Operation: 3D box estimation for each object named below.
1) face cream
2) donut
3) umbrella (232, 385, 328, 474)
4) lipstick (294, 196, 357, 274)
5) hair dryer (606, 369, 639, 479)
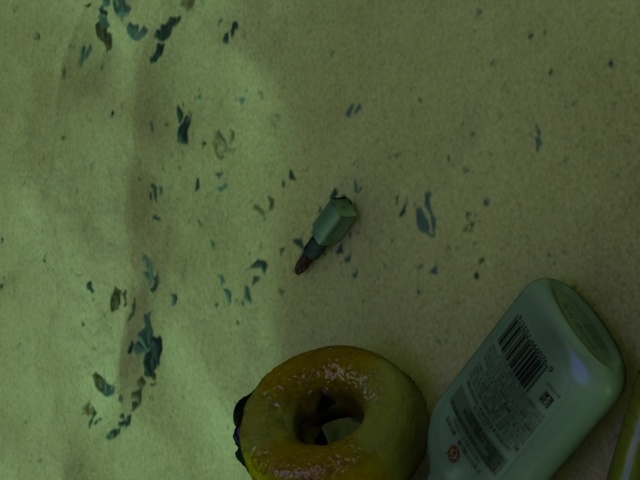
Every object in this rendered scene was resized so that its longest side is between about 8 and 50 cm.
[{"bbox_3d":[0.159,0.176,1.663,0.291,0.071,0.144,-57,44,29],"label":"face cream"},{"bbox_3d":[0.006,0.179,1.767,0.190,0.075,0.174,-7,55,22],"label":"donut"},{"bbox_3d":[0.007,0.266,1.812,0.326,0.090,0.094,51,129,39],"label":"umbrella"},{"bbox_3d":[0.000,0.000,1.878,0.107,0.025,0.025,-55,52,39],"label":"lipstick"},{"bbox_3d":[0.244,0.242,1.573,0.135,0.090,0.279,21,98,48],"label":"hair dryer"}]
